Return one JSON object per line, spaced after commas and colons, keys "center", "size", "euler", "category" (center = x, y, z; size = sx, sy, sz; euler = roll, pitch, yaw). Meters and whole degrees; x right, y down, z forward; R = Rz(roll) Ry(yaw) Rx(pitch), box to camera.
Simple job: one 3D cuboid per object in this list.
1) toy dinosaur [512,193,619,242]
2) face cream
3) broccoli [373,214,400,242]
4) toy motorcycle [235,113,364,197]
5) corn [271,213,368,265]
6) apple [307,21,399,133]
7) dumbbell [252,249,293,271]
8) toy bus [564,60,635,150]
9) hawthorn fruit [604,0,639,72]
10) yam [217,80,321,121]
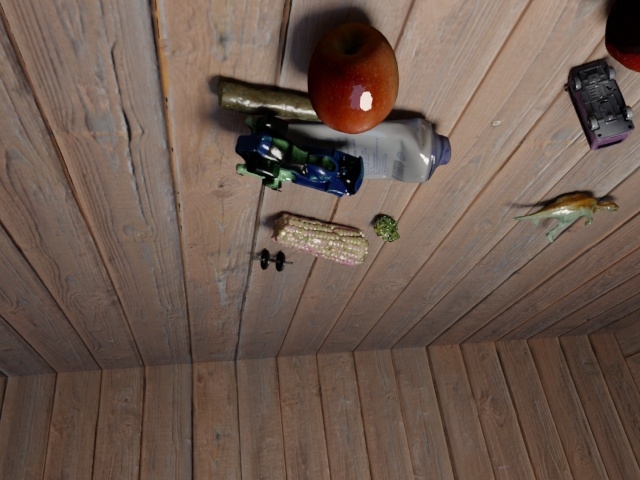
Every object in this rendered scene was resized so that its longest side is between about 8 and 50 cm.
{"center": [0.763, -0.084, 1.610], "size": [0.393, 0.092, 0.205], "euler": [7, 148, -23], "category": "toy dinosaur"}
{"center": [0.099, -0.207, 1.204], "size": [0.421, 0.137, 0.234], "euler": [-1, 154, 4], "category": "face cream"}
{"center": [0.212, -0.030, 1.565], "size": [0.095, 0.092, 0.096], "euler": [-4, 136, -35], "category": "broccoli"}
{"center": [-0.030, -0.166, 1.106], "size": [0.331, 0.125, 0.196], "euler": [16, 169, -40], "category": "toy motorcycle"}
{"center": [0.001, 0.001, 1.538], "size": [0.336, 0.126, 0.127], "euler": [13, 145, -30], "category": "corn"}
{"center": [0.060, -0.299, 0.934], "size": [0.181, 0.180, 0.168], "euler": [-9, 154, 2], "category": "apple"}
{"center": [-0.159, 0.068, 1.664], "size": [0.147, 0.069, 0.069], "euler": [9, 147, -28], "category": "dumbbell"}
{"center": [0.610, -0.295, 1.099], "size": [0.087, 0.178, 0.098], "euler": [-15, 163, 14], "category": "toy bus"}
{"center": [0.647, -0.394, 0.907], "size": [0.252, 0.189, 0.189], "euler": [8, 149, -10], "category": "hawthorn fruit"}
{"center": [-0.079, -0.288, 1.050], "size": [0.274, 0.061, 0.061], "euler": [2, 150, -21], "category": "yam"}
